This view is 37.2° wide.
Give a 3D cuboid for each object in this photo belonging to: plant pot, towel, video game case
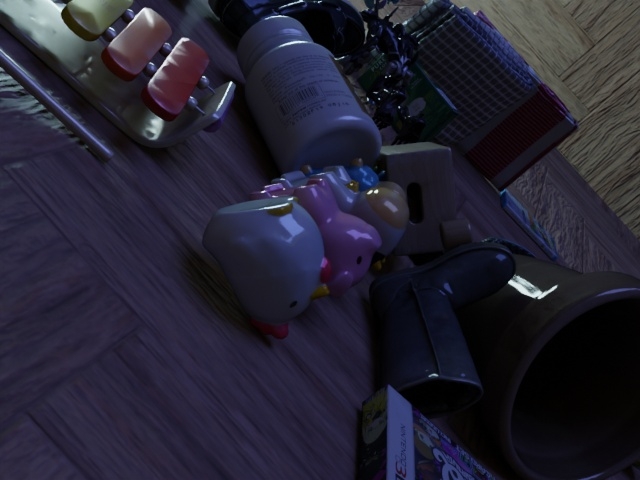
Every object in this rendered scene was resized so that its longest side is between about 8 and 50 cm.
[{"bbox_3d":[0.270,0.127,1.146,0.263,0.263,0.229,34,7,-33],"label":"plant pot"},{"bbox_3d":[0.256,-0.329,1.897,0.284,0.235,0.121,31,39,-36],"label":"towel"},{"bbox_3d":[0.125,0.265,0.844,0.232,0.042,0.210,42,22,-15],"label":"video game case"},{"bbox_3d":[0.455,-0.037,2.078,0.166,0.015,0.119,45,20,-8],"label":"video game case"},{"bbox_3d":[0.358,-0.292,2.032,0.329,0.237,0.037,49,31,2],"label":"towel"}]

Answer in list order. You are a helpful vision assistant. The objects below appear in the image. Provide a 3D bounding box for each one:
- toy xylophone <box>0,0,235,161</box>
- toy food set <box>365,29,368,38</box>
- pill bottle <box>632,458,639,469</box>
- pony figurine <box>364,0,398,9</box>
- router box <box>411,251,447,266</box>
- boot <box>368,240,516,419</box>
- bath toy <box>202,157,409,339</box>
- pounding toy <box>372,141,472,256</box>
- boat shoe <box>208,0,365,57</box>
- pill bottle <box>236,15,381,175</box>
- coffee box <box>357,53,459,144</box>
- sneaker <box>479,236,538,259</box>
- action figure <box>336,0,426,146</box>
[{"bbox_3d":[-0.226,-0.199,0.919,0.323,0.081,0.236,39,23,-23],"label":"toy xylophone"},{"bbox_3d":[-0.010,-0.516,1.901,0.306,0.092,0.220,45,20,-6],"label":"toy food set"},{"bbox_3d":[0.441,0.217,1.421,0.246,0.136,0.136,44,21,-12],"label":"pill bottle"},{"bbox_3d":[0.137,-0.572,1.765,0.363,0.351,0.303,-14,73,-52],"label":"pony figurine"},{"bbox_3d":[0.178,0.020,1.380,0.179,0.046,0.133,52,21,12],"label":"router box"},{"bbox_3d":[0.141,0.092,1.016,0.208,0.190,0.076,-99,167,-66],"label":"boot"},{"bbox_3d":[0.000,0.000,0.967,0.348,0.151,0.129,-35,119,-69],"label":"bath toy"},{"bbox_3d":[0.119,-0.022,1.182,0.206,0.094,0.181,-122,-154,-79],"label":"pounding toy"},{"bbox_3d":[-0.025,-0.323,1.480,0.340,0.127,0.113,10,44,-57],"label":"boat shoe"},{"bbox_3d":[-0.024,-0.177,1.211,0.131,0.131,0.229,24,31,-47],"label":"pill bottle"},{"bbox_3d":[0.164,-0.270,1.780,0.184,0.113,0.040,54,22,19],"label":"coffee box"},{"bbox_3d":[0.321,0.085,1.517,0.262,0.104,0.125,44,3,-22],"label":"sneaker"},{"bbox_3d":[0.103,-0.298,1.679,0.164,0.141,0.275,27,45,-40],"label":"action figure"}]
